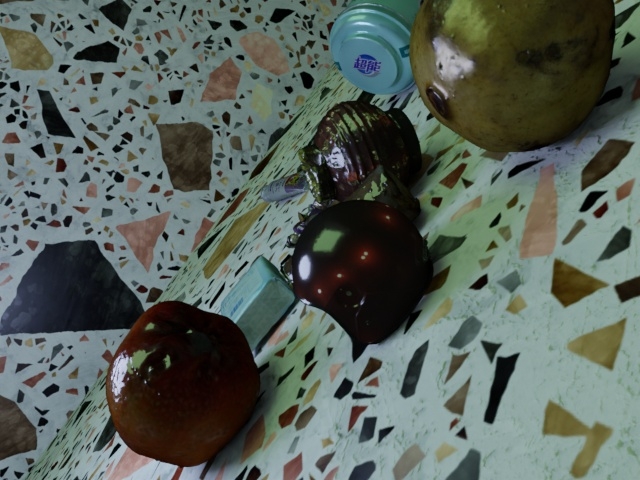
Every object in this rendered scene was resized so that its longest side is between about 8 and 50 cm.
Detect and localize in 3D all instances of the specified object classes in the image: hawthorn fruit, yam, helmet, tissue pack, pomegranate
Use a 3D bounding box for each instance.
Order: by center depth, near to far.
[{"bbox_3d":[0.256,-0.261,0.831,0.281,0.281,0.281,-46,17,18],"label":"pomegranate"},{"bbox_3d":[0.061,0.036,0.913,0.216,0.193,0.189,-3,31,8],"label":"helmet"},{"bbox_3d":[0.055,0.001,1.092,0.280,0.131,0.131,-45,17,19],"label":"yam"},{"bbox_3d":[-0.251,0.263,1.115,0.295,0.295,0.311,-61,-5,-31],"label":"hawthorn fruit"},{"bbox_3d":[-0.151,0.144,1.406,0.177,0.089,0.263,-50,13,-1],"label":"tissue pack"}]

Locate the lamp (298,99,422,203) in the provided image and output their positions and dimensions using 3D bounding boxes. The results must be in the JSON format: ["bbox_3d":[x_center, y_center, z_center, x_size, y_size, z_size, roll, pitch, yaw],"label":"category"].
[{"bbox_3d":[0.075,-0.164,1.204,0.247,0.247,0.247,-46,17,18],"label":"lamp"}]

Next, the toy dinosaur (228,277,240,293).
[{"bbox_3d":[-0.253,0.160,1.752,0.041,0.026,0.113,-30,34,37],"label":"toy dinosaur"}]

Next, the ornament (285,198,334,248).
[{"bbox_3d":[-0.024,-0.053,1.537,0.203,0.088,0.081,-59,37,18],"label":"ornament"}]

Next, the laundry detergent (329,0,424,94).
[{"bbox_3d":[0.194,-0.595,1.730,0.287,0.287,0.305,-26,29,56],"label":"laundry detergent"}]

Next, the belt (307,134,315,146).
[{"bbox_3d":[-0.005,-0.342,2.133,0.105,0.058,0.140,-56,17,-6],"label":"belt"}]

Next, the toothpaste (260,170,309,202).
[{"bbox_3d":[-0.105,-0.186,2.063,0.299,0.073,0.114,-13,41,54],"label":"toothpaste"}]
